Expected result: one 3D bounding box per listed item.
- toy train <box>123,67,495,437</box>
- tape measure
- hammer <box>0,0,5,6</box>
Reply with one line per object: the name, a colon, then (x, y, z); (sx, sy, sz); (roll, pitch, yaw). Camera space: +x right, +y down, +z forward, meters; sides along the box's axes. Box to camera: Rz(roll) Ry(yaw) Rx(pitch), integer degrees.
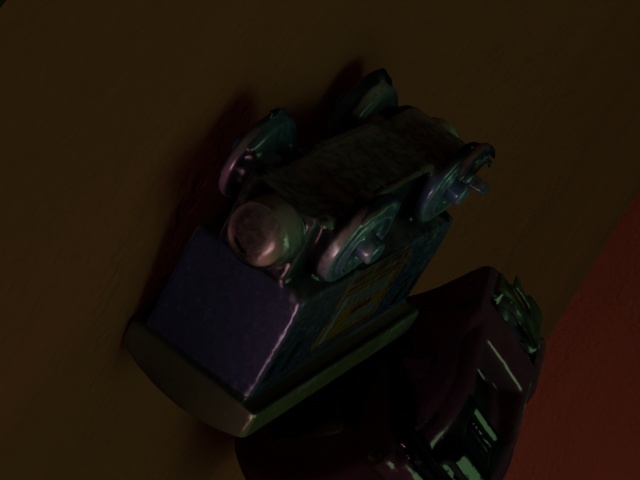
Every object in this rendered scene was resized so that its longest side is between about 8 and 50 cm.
toy train: (0.000, 0.000, 1.088); (0.299, 0.131, 0.202); (-25, 149, -59)
tape measure: (0.050, 0.139, 1.268); (0.149, 0.231, 0.245); (55, 35, -30)
hammer: (-0.128, -0.136, 0.657); (0.440, 0.044, 0.168); (-56, 161, -11)
